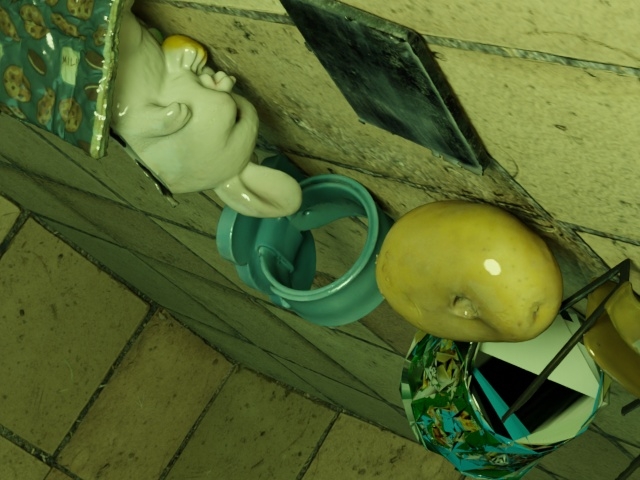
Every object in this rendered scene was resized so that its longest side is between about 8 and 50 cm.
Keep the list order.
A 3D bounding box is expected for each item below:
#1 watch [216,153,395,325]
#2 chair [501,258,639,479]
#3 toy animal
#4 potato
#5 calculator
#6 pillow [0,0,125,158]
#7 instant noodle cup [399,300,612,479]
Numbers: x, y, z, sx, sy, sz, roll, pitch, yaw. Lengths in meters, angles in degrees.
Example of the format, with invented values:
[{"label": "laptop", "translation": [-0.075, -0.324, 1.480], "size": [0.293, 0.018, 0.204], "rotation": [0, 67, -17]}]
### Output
[{"label": "watch", "translation": [0.000, 0.000, 1.999], "size": [0.193, 0.211, 0.211], "rotation": [8, 158, 30]}, {"label": "chair", "translation": [0.324, 0.121, 1.675], "size": [0.159, 0.172, 0.247], "rotation": [34, 126, -11]}, {"label": "toy animal", "translation": [-0.168, -0.141, 1.818], "size": [0.325, 0.154, 0.208], "rotation": [48, 173, -34]}, {"label": "potato", "translation": [0.158, 0.029, 1.743], "size": [0.234, 0.146, 0.150], "rotation": [2, 160, 46]}, {"label": "calculator", "translation": [0.060, -0.150, 1.526], "size": [0.161, 0.021, 0.261], "rotation": [26, 168, 29]}, {"label": "pillow", "translation": [-0.277, -0.226, 1.687], "size": [0.189, 0.034, 0.255], "rotation": [27, 123, 30]}, {"label": "instant noodle cup", "translation": [0.232, 0.173, 1.994], "size": [0.240, 0.240, 0.178], "rotation": [33, 163, -7]}]
